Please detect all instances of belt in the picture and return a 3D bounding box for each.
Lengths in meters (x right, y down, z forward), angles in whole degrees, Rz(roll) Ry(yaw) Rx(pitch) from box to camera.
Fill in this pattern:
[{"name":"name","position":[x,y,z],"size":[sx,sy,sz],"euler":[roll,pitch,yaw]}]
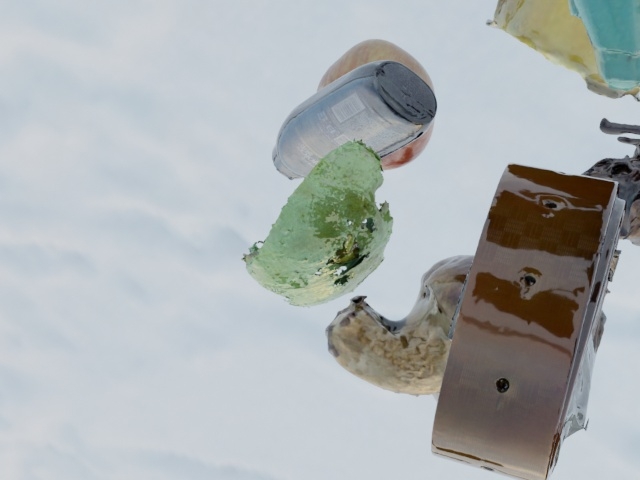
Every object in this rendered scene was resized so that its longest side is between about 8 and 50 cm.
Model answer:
[{"name":"belt","position":[0.155,0.060,1.292],"size":[0.105,0.261,0.184],"euler":[11,129,10]}]

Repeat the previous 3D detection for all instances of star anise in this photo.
[{"name":"star anise","position":[0.355,-0.028,1.716],"size":[0.220,0.190,0.126],"euler":[27,139,0]}]

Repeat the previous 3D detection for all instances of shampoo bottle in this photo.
[{"name":"shampoo bottle","position":[0.023,-0.105,1.664],"size":[0.087,0.049,0.234],"euler":[38,153,-14]}]

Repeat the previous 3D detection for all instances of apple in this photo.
[{"name":"apple","position":[0.066,-0.161,2.092],"size":[0.146,0.131,0.146],"euler":[16,143,12]}]

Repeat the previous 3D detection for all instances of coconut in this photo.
[{"name":"coconut","position":[0.004,0.003,1.487],"size":[0.055,0.133,0.158],"euler":[48,157,41]}]

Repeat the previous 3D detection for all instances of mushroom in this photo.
[{"name":"mushroom","position":[0.171,0.145,2.211],"size":[0.254,0.267,0.267],"euler":[-20,122,22]}]

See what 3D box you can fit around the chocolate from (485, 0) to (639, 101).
[{"name":"chocolate","position":[0.308,-0.351,1.582],"size":[0.162,0.445,0.162],"euler":[23,-165,-6]}]

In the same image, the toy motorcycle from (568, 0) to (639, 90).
[{"name":"toy motorcycle","position":[0.163,-0.235,0.988],"size":[0.109,0.198,0.296],"euler":[-8,113,2]}]
